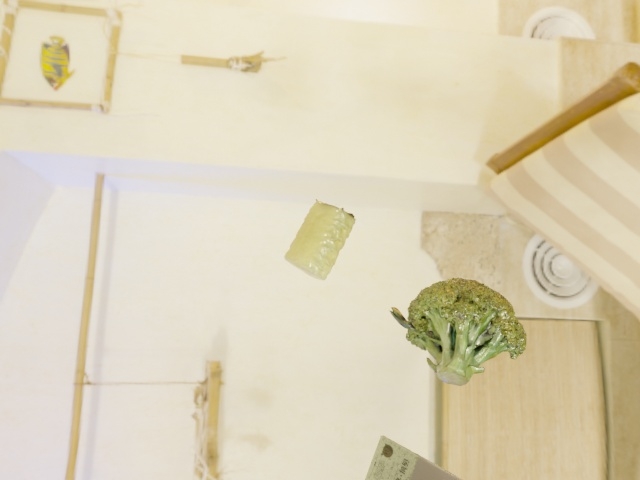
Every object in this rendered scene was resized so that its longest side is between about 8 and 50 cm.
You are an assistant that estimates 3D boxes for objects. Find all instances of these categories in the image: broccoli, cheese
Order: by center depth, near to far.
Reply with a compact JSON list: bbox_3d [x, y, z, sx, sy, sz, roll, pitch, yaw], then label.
[{"bbox_3d":[0.158,0.100,0.632,0.130,0.131,0.120,-18,44,40],"label":"broccoli"},{"bbox_3d":[0.000,0.000,1.309,0.167,0.123,0.094,-62,-35,-7],"label":"cheese"}]

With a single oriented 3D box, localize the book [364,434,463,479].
[{"bbox_3d":[0.164,0.460,1.043,0.182,0.014,0.127,18,82,41],"label":"book"}]
